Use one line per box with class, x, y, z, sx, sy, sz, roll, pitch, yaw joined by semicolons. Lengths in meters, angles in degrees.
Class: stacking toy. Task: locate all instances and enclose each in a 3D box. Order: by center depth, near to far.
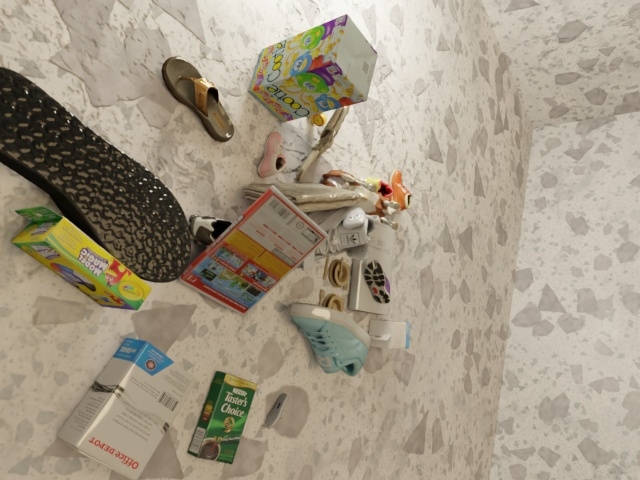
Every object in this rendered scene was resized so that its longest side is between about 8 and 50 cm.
stacking toy;0.004;-0.464;1.370;0.167;0.052;0.221;-43;120;-44

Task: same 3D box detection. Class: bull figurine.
bull figurine;0.143;-0.118;1.418;0.310;0.188;0.101;23;94;-31

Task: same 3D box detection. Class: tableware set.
tableware set;0.056;0.152;1.422;0.128;0.039;0.194;29;67;-47

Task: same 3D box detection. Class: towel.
towel;-0.043;-0.111;1.185;0.282;0.187;0.049;-11;113;-51

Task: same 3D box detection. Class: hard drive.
hard drive;0.178;0.089;1.577;0.203;0.040;0.308;19;74;-49

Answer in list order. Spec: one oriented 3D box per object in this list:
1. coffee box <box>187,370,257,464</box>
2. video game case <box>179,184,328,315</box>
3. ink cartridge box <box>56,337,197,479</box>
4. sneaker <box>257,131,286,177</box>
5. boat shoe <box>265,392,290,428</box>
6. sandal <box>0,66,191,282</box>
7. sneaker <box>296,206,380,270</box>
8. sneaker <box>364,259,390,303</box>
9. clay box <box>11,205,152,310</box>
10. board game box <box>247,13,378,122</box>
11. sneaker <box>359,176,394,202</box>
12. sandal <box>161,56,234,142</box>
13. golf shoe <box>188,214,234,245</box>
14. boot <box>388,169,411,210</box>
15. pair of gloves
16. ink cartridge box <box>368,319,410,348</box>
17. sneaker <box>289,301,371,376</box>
coffee box;-0.219;0.402;1.067;0.113;0.040;0.184;40;59;-43
video game case;-0.142;0.033;1.046;0.285;0.025;0.204;-43;133;7
ink cartridge box;-0.351;0.308;0.869;0.148;0.085;0.203;55;50;-34
sneaker;-0.110;-0.224;1.204;0.051;0.070;0.134;38;59;-42
boat shoe;-0.107;0.447;1.213;0.035;0.035;0.100;60;40;-27
sandal;-0.406;-0.098;0.821;0.446;0.107;0.168;48;53;-23
sneaker;0.000;0.000;1.207;0.366;0.210;0.137;-42;133;-45
sneaker;0.188;0.128;1.521;0.071;0.068;0.170;-67;146;-49
clay box;-0.405;0.034;0.779;0.222;0.127;0.053;51;51;-37
board game box;-0.022;-0.412;1.154;0.142;0.275;0.144;33;63;-44
sneaker;0.213;-0.147;1.586;0.208;0.094;0.082;32;63;-48
sandal;-0.255;-0.310;1.032;0.219;0.060;0.090;55;49;-35
golf shoe;-0.207;0.001;1.057;0.198;0.093;0.077;26;68;-50
boot;0.294;-0.183;1.699;0.059;0.084;0.158;6;82;-50
pair of gloves;0.019;-0.276;1.261;0.042;0.240;0.204;33;57;-6
ink cartridge box;0.230;0.318;1.592;0.143;0.092;0.090;16;76;-51
sneaker;0.032;0.291;1.314;0.366;0.135;0.150;39;56;-43
